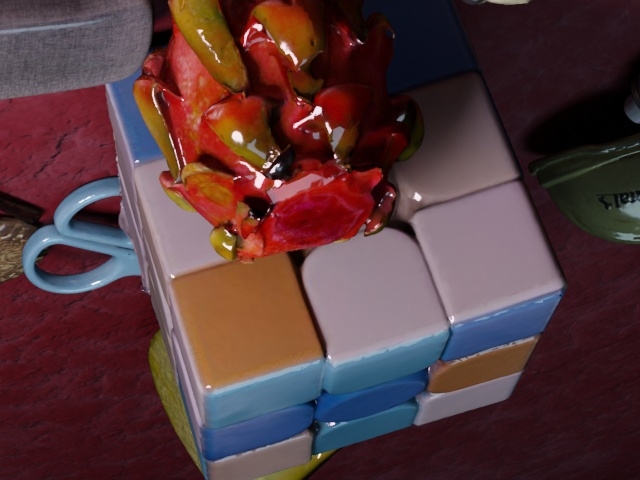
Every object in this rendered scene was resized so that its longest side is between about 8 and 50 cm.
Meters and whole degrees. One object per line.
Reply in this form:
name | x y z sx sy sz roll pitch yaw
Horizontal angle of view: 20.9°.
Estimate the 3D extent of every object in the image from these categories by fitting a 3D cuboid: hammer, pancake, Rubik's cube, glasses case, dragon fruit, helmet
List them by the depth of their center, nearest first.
dragon fruit | -0.030 -0.134 1.401 0.227 0.243 0.307 -20 140 -48
glasses case | -0.299 -0.170 1.440 0.323 0.074 0.131 -9 157 -16
Rubik's cube | 0.000 0.000 1.681 0.344 0.347 0.346 -17 161 -9
hammer | -0.336 -0.042 1.825 0.065 0.021 0.178 -23 159 17
pancake | -0.397 0.018 1.938 0.199 0.021 0.199 -13 160 -5
helmet | 0.386 -0.067 2.041 0.257 0.137 0.204 -19 177 12

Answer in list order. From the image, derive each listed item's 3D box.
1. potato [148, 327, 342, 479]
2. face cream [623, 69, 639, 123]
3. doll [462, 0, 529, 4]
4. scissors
potato | -0.063 0.150 2.288 0.280 0.213 0.330 -26 126 -18
face cream | 0.416 -0.195 1.875 0.075 0.075 0.229 1 155 -37
doll | 0.132 -0.278 1.259 0.135 0.234 0.143 25 144 -30
scissors | -0.128 0.023 2.020 0.447 0.029 0.192 13 135 -39
